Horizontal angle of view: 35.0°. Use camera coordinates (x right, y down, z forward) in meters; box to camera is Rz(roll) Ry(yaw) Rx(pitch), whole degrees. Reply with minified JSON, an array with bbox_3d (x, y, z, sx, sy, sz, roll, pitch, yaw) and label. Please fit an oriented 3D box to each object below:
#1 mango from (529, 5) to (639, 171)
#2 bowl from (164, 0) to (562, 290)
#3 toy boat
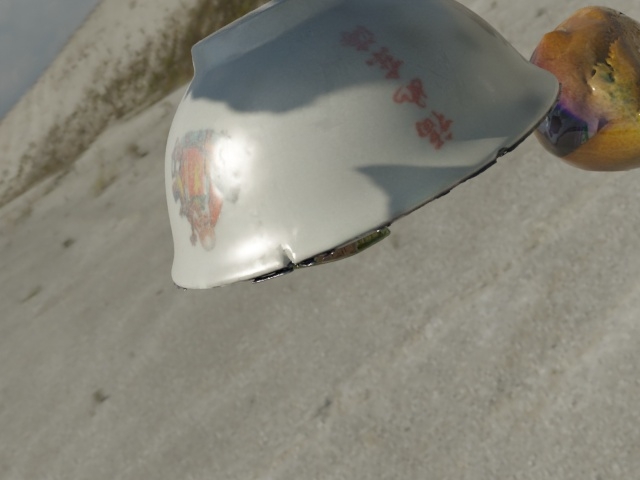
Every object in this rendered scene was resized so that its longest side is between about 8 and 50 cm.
[{"bbox_3d":[0.345,-0.186,1.247,0.153,0.201,0.287,-33,11,32],"label":"mango"},{"bbox_3d":[-0.002,-0.115,0.795,0.346,0.157,0.345,-26,15,7],"label":"bowl"},{"bbox_3d":[0.000,0.000,1.251,0.172,0.065,0.066,-16,13,1],"label":"toy boat"}]
